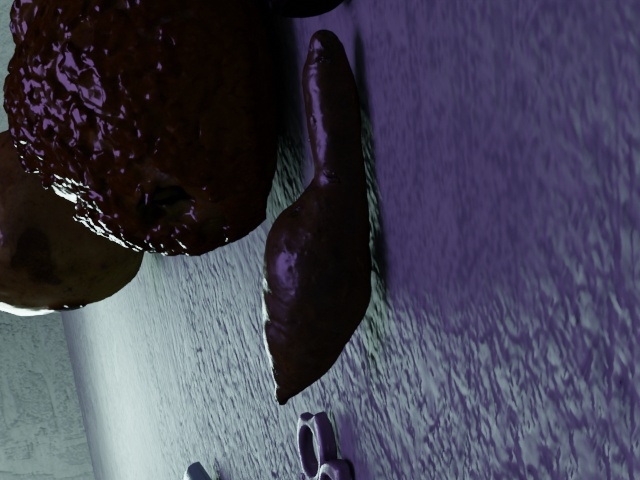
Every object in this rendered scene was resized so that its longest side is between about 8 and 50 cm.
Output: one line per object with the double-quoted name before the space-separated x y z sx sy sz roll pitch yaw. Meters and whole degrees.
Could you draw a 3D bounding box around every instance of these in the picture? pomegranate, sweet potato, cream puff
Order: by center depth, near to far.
"sweet potato" 0.001 -0.002 0.988 0.075 0.075 0.269 -127 41 -63
"cream puff" -0.152 -0.128 1.234 0.303 0.212 0.303 171 90 -81
"pomegranate" -0.372 -0.026 2.048 0.281 0.281 0.281 171 90 -76

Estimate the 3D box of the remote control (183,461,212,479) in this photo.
"remote control" -0.117 0.347 1.715 0.293 0.051 0.103 -142 45 -72

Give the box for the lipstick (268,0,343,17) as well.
"lipstick" -0.042 -0.317 0.994 0.057 0.057 0.356 127 133 -71

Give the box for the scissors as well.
"scissors" 0.002 0.234 1.224 0.110 0.021 0.212 -118 23 -45
